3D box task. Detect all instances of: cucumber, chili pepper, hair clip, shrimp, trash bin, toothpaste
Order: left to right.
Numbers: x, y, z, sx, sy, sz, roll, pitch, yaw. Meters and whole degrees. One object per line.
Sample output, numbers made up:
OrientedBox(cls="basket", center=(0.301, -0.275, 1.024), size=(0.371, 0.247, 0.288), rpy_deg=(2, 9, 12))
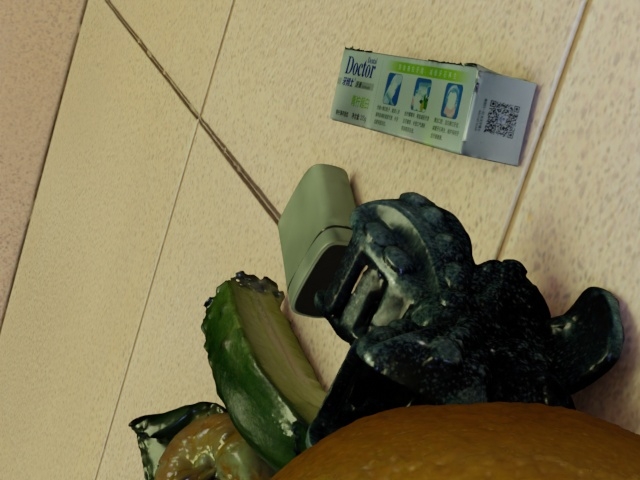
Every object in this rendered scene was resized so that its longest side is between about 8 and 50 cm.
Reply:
OrientedBox(cls="chili pepper", center=(-0.156, 0.321, 1.891), size=(0.148, 0.116, 0.264), rpy_deg=(-23, 40, 18))
OrientedBox(cls="shrimp", center=(-0.102, 0.281, 1.766), size=(0.267, 0.145, 0.061), rpy_deg=(37, 157, 48))
OrientedBox(cls="cucumber", center=(-0.060, 0.170, 1.733), size=(0.145, 0.105, 0.325), rpy_deg=(-70, 26, 20))
OrientedBox(cls="trash bin", center=(0.000, 0.000, 1.719), size=(0.130, 0.059, 0.116), rpy_deg=(-101, 33, -46))
OrientedBox(cls="toothpaste", center=(0.100, -0.136, 1.528), size=(0.336, 0.067, 0.081), rpy_deg=(-154, 76, -68))
OrientedBox(cls="hair clip", center=(0.104, 0.092, 1.214), size=(0.310, 0.206, 0.194), rpy_deg=(-88, 23, -63))

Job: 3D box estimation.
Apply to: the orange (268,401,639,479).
OrientedBox(cls="orange", center=(0.107, 0.251, 0.942), size=(0.322, 0.357, 0.322), rpy_deg=(-7, -90, -85))
